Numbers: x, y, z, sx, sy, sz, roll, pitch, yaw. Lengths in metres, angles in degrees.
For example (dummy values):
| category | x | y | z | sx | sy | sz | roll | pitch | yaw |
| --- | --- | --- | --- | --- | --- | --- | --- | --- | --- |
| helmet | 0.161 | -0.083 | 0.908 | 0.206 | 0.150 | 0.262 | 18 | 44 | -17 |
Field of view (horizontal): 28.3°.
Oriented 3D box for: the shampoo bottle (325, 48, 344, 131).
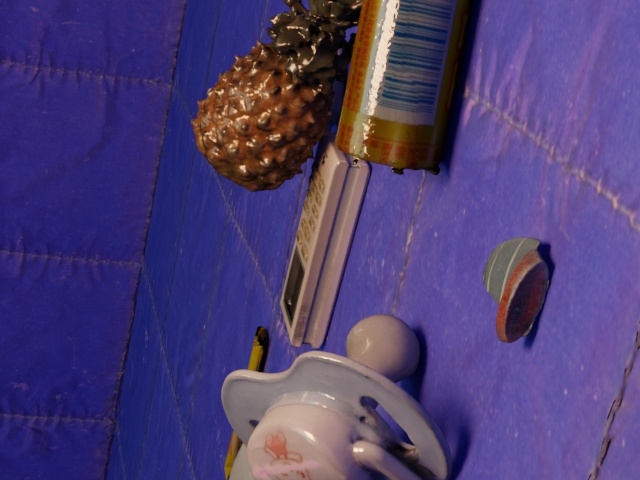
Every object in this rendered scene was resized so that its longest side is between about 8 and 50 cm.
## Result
| category | x | y | z | sx | sy | sz | roll | pitch | yaw |
| --- | --- | --- | --- | --- | --- | --- | --- | --- | --- |
| shampoo bottle | 0.006 | -0.193 | 1.772 | 0.077 | 0.045 | 0.152 | 136 | 140 | -63 |

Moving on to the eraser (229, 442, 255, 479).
| category | x | y | z | sx | sy | sz | roll | pitch | yaw |
| --- | --- | --- | --- | --- | --- | --- | --- | --- | --- |
| eraser | -0.055 | 0.396 | 1.642 | 0.290 | 0.104 | 0.189 | -111 | 27 | -60 |

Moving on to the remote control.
| category | x | y | z | sx | sy | sz | roll | pitch | yaw |
| --- | --- | --- | --- | --- | --- | --- | --- | --- | --- |
| remote control | 0.000 | 0.000 | 1.696 | 0.103 | 0.055 | 0.277 | -111 | 31 | -60 |

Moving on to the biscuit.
| category | x | y | z | sx | sy | sz | roll | pitch | yaw |
| --- | --- | --- | --- | --- | --- | --- | --- | --- | --- |
| biscuit | -0.124 | 0.275 | 2.080 | 0.048 | 0.026 | 0.292 | -71 | -5 | -66 |

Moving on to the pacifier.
| category | x | y | z | sx | sy | sz | roll | pitch | yaw |
| --- | --- | --- | --- | --- | --- | --- | --- | --- | --- |
| pacifier | 0.041 | 0.175 | 1.322 | 0.287 | 0.238 | 0.226 | -23 | 27 | 53 |

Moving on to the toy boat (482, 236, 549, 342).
| category | x | y | z | sx | sy | sz | roll | pitch | yaw |
| --- | --- | --- | --- | --- | --- | --- | --- | --- | --- |
| toy boat | 0.165 | 0.029 | 1.142 | 0.122 | 0.034 | 0.096 | -117 | 42 | -65 |

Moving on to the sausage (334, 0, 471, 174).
| category | x | y | z | sx | sy | sz | roll | pitch | yaw |
| --- | --- | --- | --- | --- | --- | --- | --- | --- | --- |
| sausage | 0.098 | -0.235 | 1.342 | 0.125 | 0.117 | 0.317 | 27 | 109 | 58 |

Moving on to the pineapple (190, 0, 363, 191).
| category | x | y | z | sx | sy | sz | roll | pitch | yaw |
| --- | --- | --- | --- | --- | --- | --- | --- | --- | --- |
| pineapple | -0.020 | -0.224 | 1.598 | 0.340 | 0.169 | 0.169 | -50 | 31 | 29 |
